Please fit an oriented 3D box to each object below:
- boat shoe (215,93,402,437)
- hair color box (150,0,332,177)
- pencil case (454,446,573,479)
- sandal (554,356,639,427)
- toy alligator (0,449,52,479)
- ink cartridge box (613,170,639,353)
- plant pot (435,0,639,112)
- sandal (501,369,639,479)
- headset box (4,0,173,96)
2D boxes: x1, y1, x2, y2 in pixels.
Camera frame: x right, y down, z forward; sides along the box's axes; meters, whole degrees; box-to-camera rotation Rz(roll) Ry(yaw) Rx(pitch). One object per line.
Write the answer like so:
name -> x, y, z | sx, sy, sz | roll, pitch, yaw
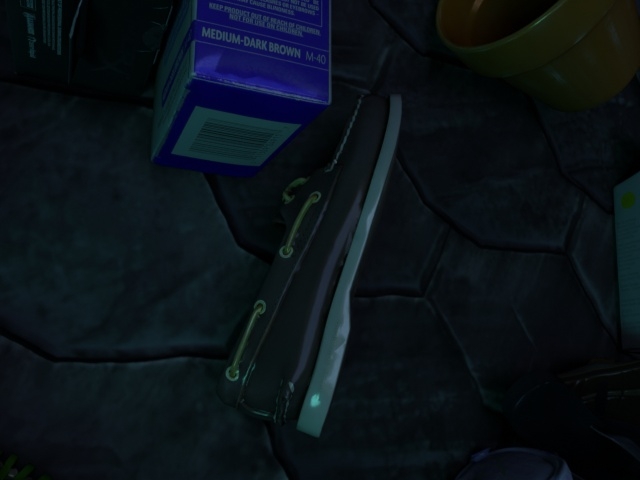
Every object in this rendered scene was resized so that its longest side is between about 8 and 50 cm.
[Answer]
boat shoe -> 0.000, 0.000, 0.514 | 0.096, 0.117, 0.325 | 14, 73, 7
hair color box -> -0.072, -0.245, 0.483 | 0.110, 0.185, 0.339 | 7, 77, -23
pencil case -> 0.219, 0.345, 0.550 | 0.124, 0.113, 0.273 | -20, 89, -18
sandal -> 0.323, 0.175, 0.666 | 0.219, 0.060, 0.090 | -4, 108, -12
toy alligator -> -0.244, 0.163, 0.399 | 0.189, 0.056, 0.051 | 34, 28, -3
ink cartridge box -> 0.537, 0.017, 0.799 | 0.303, 0.072, 0.308 | 12, 73, -23
plant pot -> 0.271, -0.251, 0.659 | 0.187, 0.205, 0.205 | 30, 67, -34
sandal -> 0.296, 0.231, 0.617 | 0.254, 0.054, 0.097 | 31, 102, -20
headset box -> -0.164, -0.265, 0.424 | 0.110, 0.218, 0.294 | 5, 78, -24
